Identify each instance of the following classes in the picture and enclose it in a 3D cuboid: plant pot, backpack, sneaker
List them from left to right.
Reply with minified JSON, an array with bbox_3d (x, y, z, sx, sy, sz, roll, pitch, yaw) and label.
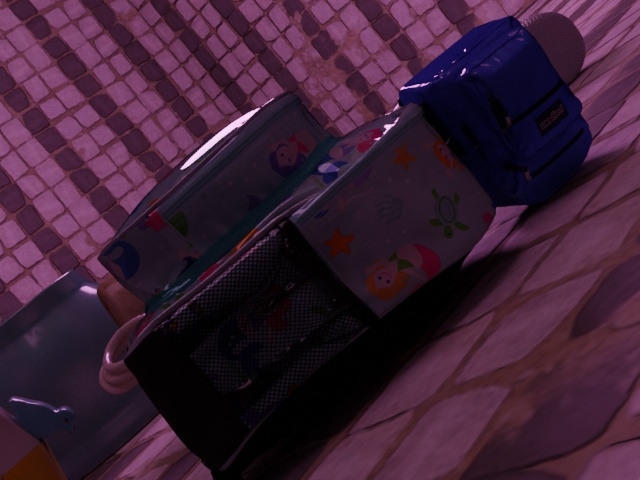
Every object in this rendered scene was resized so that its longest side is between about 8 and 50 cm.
[{"bbox_3d":[-0.309,0.160,1.373,0.293,0.196,0.293,-39,5,4],"label":"plant pot"},{"bbox_3d":[-0.017,0.009,0.746,0.254,0.191,0.225,-35,4,-6],"label":"backpack"},{"bbox_3d":[0.159,-0.144,1.228,0.269,0.101,0.153,-35,3,-14],"label":"sneaker"},{"bbox_3d":[0.129,-0.081,0.779,0.098,0.120,0.101,-39,15,-13],"label":"backpack"}]

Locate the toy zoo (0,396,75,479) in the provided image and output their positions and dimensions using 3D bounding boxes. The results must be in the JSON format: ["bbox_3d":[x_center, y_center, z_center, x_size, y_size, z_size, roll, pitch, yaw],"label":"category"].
[{"bbox_3d":[-0.278,0.213,0.741,0.293,0.192,0.030,-40,6,-9],"label":"toy zoo"}]

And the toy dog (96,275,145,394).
[{"bbox_3d":[-0.083,0.070,1.056,0.220,0.161,0.333,-37,20,0],"label":"toy dog"}]
